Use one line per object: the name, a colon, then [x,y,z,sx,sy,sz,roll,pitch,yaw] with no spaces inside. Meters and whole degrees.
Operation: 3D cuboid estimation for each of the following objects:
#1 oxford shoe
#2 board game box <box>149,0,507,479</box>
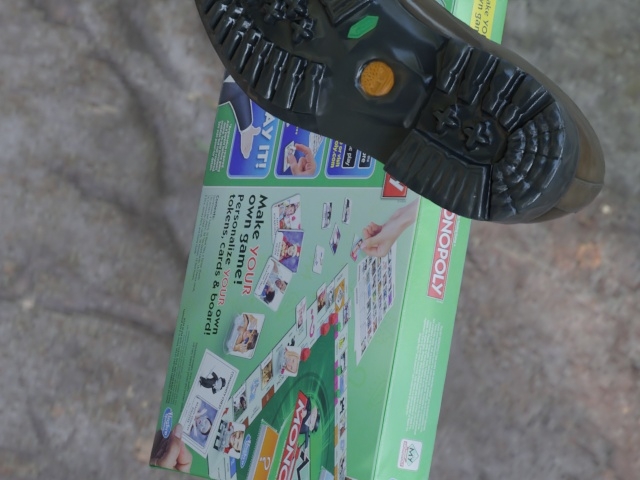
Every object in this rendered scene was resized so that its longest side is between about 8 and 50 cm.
oxford shoe: [0.029,-0.075,0.698,0.227,0.083,0.096,43,17,28]
board game box: [0.000,0.000,0.986,0.046,0.213,0.317,16,82,-41]
